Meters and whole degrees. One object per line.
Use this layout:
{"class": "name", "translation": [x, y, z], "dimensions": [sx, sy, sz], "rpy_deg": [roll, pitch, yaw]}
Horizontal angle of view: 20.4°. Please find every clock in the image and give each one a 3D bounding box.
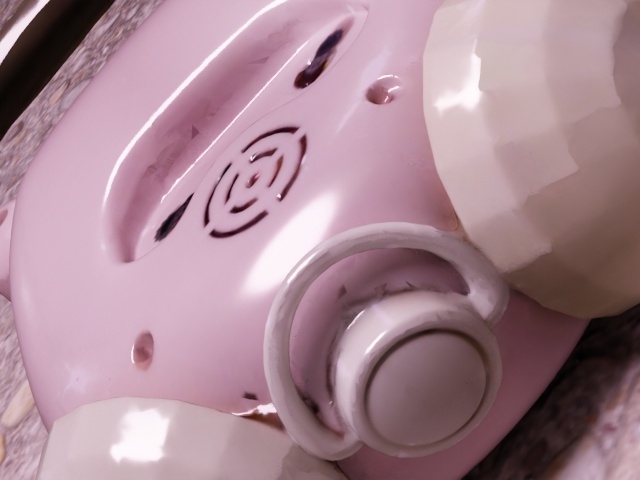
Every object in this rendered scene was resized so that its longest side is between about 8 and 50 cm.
{"class": "clock", "translation": [0.000, 0.000, 0.792], "dimensions": [0.342, 0.184, 0.326], "rpy_deg": [-52, 28, 8]}

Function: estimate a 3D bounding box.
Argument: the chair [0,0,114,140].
{"class": "chair", "translation": [0.127, 0.044, 0.306], "dimensions": [0.362, 0.365, 0.410], "rpy_deg": [-50, 29, -1]}
